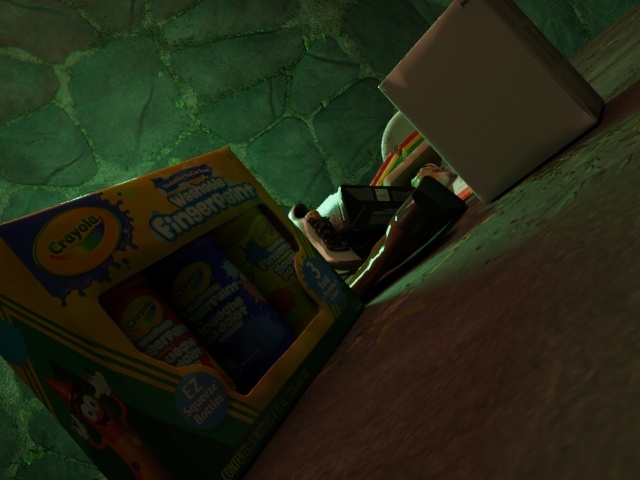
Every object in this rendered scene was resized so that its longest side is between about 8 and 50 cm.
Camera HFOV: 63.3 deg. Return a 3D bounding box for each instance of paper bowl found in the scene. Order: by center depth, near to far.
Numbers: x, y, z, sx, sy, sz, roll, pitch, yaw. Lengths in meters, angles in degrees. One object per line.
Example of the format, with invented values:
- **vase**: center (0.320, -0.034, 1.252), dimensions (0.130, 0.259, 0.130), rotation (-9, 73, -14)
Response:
- **paper bowl**: center (0.344, -0.301, 1.659), dimensions (0.284, 0.284, 0.148), rotation (-42, -1, 19)

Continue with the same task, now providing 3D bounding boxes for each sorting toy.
- **sorting toy**: center (0.236, -0.161, 1.475), dimensions (0.255, 0.089, 0.257), rotation (-44, -30, -26)

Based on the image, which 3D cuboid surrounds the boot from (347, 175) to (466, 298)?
- **boot**: center (0.149, 0.021, 0.995), dimensions (0.280, 0.096, 0.264), rotation (-56, -6, 29)

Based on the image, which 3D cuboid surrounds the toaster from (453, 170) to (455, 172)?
- **toaster**: center (0.440, -0.281, 1.458), dimensions (0.168, 0.110, 0.186), rotation (-38, -1, -3)

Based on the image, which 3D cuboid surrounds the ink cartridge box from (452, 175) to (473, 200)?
- **ink cartridge box**: center (0.347, -0.150, 1.138), dimensions (0.145, 0.045, 0.179), rotation (-43, -4, 36)

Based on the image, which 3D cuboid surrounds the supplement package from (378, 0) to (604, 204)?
- **supplement package**: center (0.266, -0.231, 0.819), dimensions (0.204, 0.262, 0.145), rotation (-43, -2, 40)

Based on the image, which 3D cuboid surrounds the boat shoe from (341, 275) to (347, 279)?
- **boat shoe**: center (0.131, 0.020, 1.696), dimensions (0.267, 0.088, 0.096), rotation (-42, -1, 11)

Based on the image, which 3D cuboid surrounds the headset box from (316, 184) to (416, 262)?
- **headset box**: center (0.086, -0.023, 1.301), dimensions (0.218, 0.110, 0.293), rotation (-1, -23, -29)

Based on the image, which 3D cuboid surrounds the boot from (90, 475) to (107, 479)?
- **boot**: center (-0.265, 0.375, 0.876), dimensions (0.229, 0.091, 0.263), rotation (-35, 0, -31)

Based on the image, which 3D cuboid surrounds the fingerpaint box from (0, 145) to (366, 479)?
- **fingerpaint box**: center (-0.172, 0.087, 0.746), dimensions (0.163, 0.371, 0.445), rotation (-41, -1, 32)

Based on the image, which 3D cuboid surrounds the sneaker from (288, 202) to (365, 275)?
- **sneaker**: center (-0.001, 0.000, 1.140), dimensions (0.100, 0.271, 0.108), rotation (-3, -65, -38)

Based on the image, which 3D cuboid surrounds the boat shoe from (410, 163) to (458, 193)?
- **boat shoe**: center (0.298, -0.153, 1.364), dimensions (0.113, 0.103, 0.302), rotation (-55, -4, 9)
